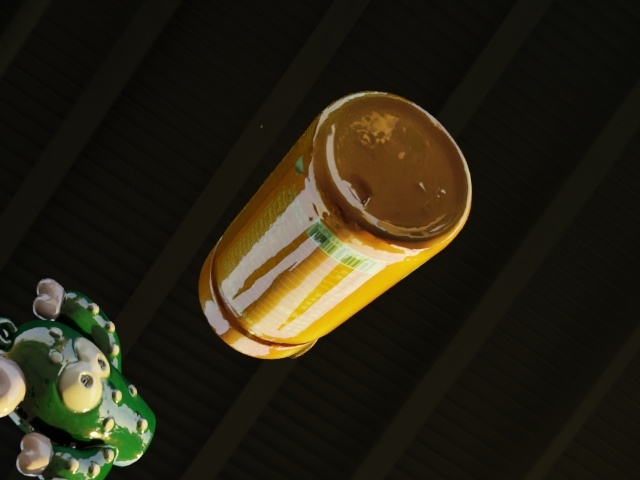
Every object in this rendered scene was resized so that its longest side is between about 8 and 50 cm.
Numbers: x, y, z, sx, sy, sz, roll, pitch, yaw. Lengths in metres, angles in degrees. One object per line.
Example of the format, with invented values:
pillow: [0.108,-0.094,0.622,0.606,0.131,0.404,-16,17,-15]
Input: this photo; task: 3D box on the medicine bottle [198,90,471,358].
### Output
medicine bottle: [0.000,0.000,0.527,0.096,0.192,0.096,11,-119,-21]

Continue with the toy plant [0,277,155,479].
toy plant: [-0.295,0.172,1.034,0.113,0.232,0.243,-25,-80,23]
